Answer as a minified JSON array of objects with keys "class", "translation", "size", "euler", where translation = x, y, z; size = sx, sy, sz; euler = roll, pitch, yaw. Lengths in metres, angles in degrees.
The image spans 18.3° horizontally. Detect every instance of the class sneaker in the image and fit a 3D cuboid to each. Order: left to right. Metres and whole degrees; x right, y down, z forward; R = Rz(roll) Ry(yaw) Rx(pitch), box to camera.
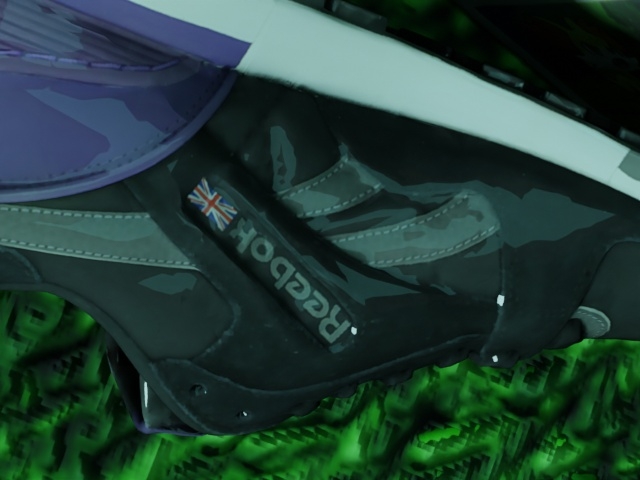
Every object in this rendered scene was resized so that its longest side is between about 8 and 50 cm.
[{"class":"sneaker","translation":[0.000,0.000,0.540],"size":[0.283,0.107,0.124],"euler":[21,96,-21]}]

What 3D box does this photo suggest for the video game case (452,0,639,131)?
[{"class":"video game case","translation":[0.216,0.007,0.503],"size":[0.300,0.329,0.036],"euler":[37,81,-22]}]
